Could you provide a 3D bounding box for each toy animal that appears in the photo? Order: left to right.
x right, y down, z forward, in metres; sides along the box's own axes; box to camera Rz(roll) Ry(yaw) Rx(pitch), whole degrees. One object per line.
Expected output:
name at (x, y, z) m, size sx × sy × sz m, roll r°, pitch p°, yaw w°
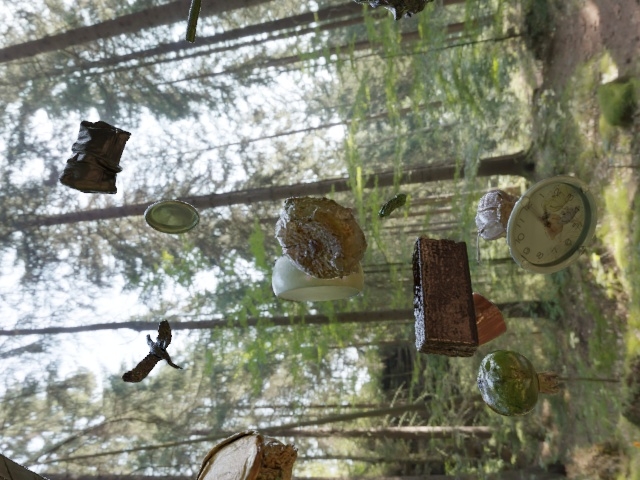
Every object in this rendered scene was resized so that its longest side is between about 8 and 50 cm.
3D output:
toy animal at (-0.635, 0.447, 1.789) m, size 0.273 × 0.197 × 0.160 m, roll -57°, pitch 21°, yaw 4°

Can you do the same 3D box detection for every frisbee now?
frisbee at (-0.308, -0.048, 0.922) m, size 0.110 × 0.110 × 0.014 m, roll 65°, pitch -167°, yaw -56°

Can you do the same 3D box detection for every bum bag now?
bum bag at (-0.522, -0.198, 1.041) m, size 0.249 × 0.123 × 0.060 m, roll -101°, pitch 28°, yaw -46°

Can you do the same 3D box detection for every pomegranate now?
pomegranate at (0.536, 0.381, 1.225) m, size 0.179 × 0.210 × 0.179 m, roll 56°, pitch 160°, yaw 32°

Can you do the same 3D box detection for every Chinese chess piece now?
Chinese chess piece at (-0.009, 0.138, 1.681) m, size 0.349 × 0.348 × 0.147 m, roll 50°, pitch -145°, yaw -68°

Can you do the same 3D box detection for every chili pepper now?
chili pepper at (0.173, -0.084, 1.039) m, size 0.030 × 0.091 × 0.034 m, roll 54°, pitch 152°, yaw -3°

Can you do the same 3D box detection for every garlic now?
garlic at (0.595, -0.034, 1.473) m, size 0.257 × 0.207 × 0.207 m, roll -63°, pitch -11°, yaw 6°

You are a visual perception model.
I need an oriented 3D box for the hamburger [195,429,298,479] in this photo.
hamburger at (-0.189, 0.574, 1.067) m, size 0.146 × 0.286 × 0.243 m, roll 52°, pitch 166°, yaw -21°

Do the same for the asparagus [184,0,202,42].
asparagus at (-0.173, -0.345, 0.625) m, size 0.018 × 0.015 × 0.127 m, roll 58°, pitch 136°, yaw 40°

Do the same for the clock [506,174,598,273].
clock at (0.531, -0.037, 1.032) m, size 0.053 × 0.236 × 0.237 m, roll -123°, pitch 21°, yaw -70°

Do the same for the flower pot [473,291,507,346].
flower pot at (0.548, 0.314, 1.619) m, size 0.191 × 0.173 × 0.191 m, roll 50°, pitch 161°, yaw 24°

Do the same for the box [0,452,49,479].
box at (-0.556, 0.495, 0.795) m, size 0.325 × 0.180 × 0.047 m, roll 60°, pitch -179°, yaw -34°

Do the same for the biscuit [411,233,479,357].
biscuit at (0.243, 0.103, 0.883) m, size 0.070 × 0.106 × 0.252 m, roll 92°, pitch -178°, yaw -55°

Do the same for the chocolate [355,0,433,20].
chocolate at (0.108, -0.366, 0.587) m, size 0.133 × 0.156 × 0.156 m, roll 22°, pitch -126°, yaw -30°

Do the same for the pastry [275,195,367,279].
pastry at (-0.005, 0.001, 1.193) m, size 0.121 × 0.256 × 0.236 m, roll -57°, pitch -27°, yaw -49°
